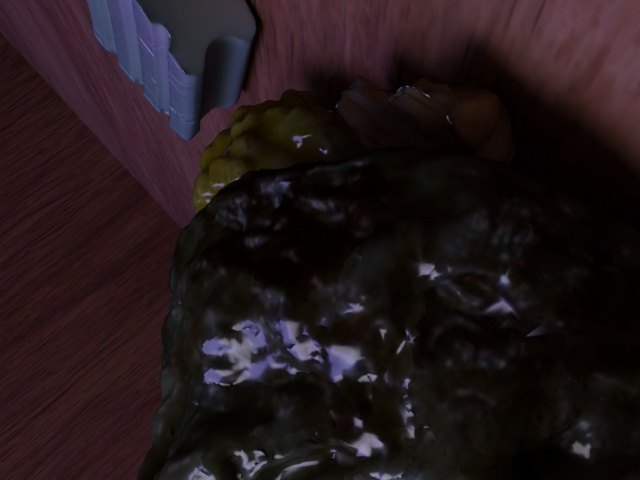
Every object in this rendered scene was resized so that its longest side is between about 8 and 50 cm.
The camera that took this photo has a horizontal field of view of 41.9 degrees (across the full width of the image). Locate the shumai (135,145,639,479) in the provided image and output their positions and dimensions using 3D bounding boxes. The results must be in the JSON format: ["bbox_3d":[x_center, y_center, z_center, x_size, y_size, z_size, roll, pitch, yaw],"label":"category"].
[{"bbox_3d":[0.028,0.162,0.515,0.395,0.348,0.395,18,144,14],"label":"shumai"}]

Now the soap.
[{"bbox_3d":[-0.153,-0.222,0.835,0.172,0.095,0.289,49,168,0],"label":"soap"}]

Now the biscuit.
[{"bbox_3d":[0.078,-0.073,0.569,0.118,0.061,0.183,51,170,-18],"label":"biscuit"}]

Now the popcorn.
[{"bbox_3d":[0.000,0.000,0.775,0.286,0.173,0.225,50,156,-23],"label":"popcorn"}]
